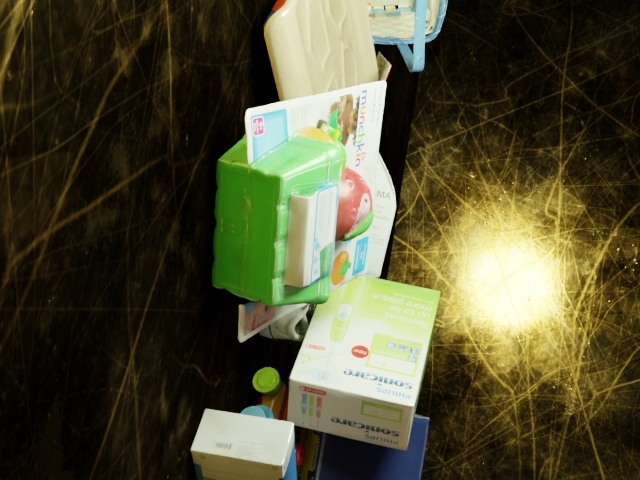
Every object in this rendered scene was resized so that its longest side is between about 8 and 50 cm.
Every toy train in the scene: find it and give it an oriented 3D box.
[{"bbox_3d":[-0.075,0.264,1.703,0.143,0.105,0.248,66,31,-48],"label":"toy train"}]

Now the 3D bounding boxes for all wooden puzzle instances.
[{"bbox_3d":[-0.006,-0.290,1.561,0.347,0.081,0.322,-65,150,-46],"label":"wooden puzzle"}]

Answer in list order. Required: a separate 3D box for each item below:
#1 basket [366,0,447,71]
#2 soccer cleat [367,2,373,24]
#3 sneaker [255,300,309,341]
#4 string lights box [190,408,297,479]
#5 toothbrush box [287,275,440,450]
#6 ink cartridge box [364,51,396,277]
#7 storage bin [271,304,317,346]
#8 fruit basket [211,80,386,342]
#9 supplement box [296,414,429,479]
[{"bbox_3d":[0.181,-0.533,2.107,0.289,0.201,0.254,-100,-170,-52],"label":"basket"},{"bbox_3d":[0.066,-0.456,2.021,0.076,0.068,0.196,-50,-179,4],"label":"soccer cleat"},{"bbox_3d":[-0.059,0.079,1.615,0.258,0.091,0.094,84,17,-56],"label":"sneaker"},{"bbox_3d":[-0.106,0.364,1.453,0.259,0.134,0.076,89,12,-45],"label":"string lights box"},{"bbox_3d":[0.079,0.197,1.681,0.283,0.206,0.122,-67,166,-48],"label":"toothbrush box"},{"bbox_3d":[0.108,-0.155,1.884,0.308,0.091,0.384,-92,-164,-75],"label":"ink cartridge box"},{"bbox_3d":[-0.033,0.096,1.813,0.122,0.085,0.180,88,13,-47],"label":"storage bin"},{"bbox_3d":[0.002,-0.050,1.411,0.353,0.166,0.326,-18,120,-49],"label":"fruit basket"},{"bbox_3d":[0.044,0.403,1.855,0.356,0.195,0.194,154,-53,-75],"label":"supplement box"}]
